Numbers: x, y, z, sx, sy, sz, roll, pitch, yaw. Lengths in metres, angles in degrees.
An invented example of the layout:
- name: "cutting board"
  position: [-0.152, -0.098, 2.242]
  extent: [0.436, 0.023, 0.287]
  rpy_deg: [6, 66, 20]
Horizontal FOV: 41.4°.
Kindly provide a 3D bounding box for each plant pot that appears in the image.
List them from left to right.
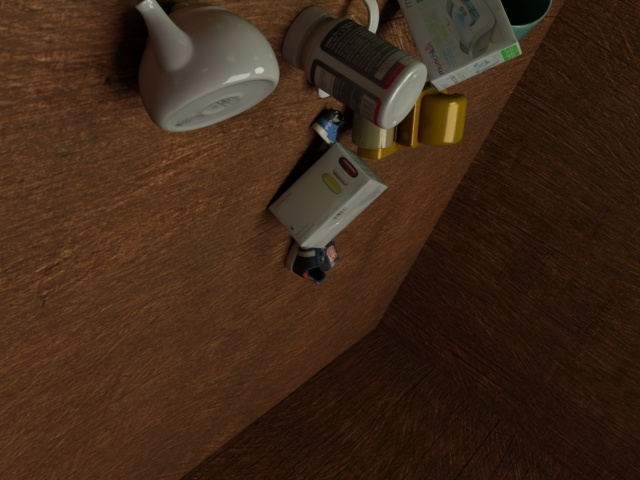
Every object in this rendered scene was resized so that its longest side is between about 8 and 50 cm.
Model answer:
- name: "plant pot"
  position: [0.449, -0.637, 2.325]
  extent: [0.293, 0.293, 0.235]
  rpy_deg: [-45, 174, -26]

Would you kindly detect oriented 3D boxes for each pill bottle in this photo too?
- name: "pill bottle"
  position: [0.069, -0.373, 1.802]
  extent: [0.161, 0.283, 0.161]
  rpy_deg: [-47, 162, -21]

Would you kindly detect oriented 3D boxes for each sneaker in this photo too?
- name: "sneaker"
  position: [0.000, 0.000, 2.585]
  extent: [0.131, 0.148, 0.350]
  rpy_deg: [-41, 159, -35]
- name: "sneaker"
  position: [0.035, -0.300, 2.244]
  extent: [0.084, 0.058, 0.152]
  rpy_deg: [-46, 157, 3]

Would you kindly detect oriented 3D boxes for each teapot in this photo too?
- name: "teapot"
  position: [-0.200, -0.308, 1.418]
  extent: [0.253, 0.187, 0.256]
  rpy_deg: [-20, 175, -29]

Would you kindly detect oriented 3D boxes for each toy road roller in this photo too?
- name: "toy road roller"
  position: [0.260, -0.347, 2.369]
  extent: [0.330, 0.241, 0.202]
  rpy_deg: [-30, 130, -47]

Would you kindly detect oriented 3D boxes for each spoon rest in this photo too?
- name: "spoon rest"
  position: [0.064, -0.451, 1.983]
  extent: [0.137, 0.084, 0.276]
  rpy_deg: [-31, 152, -51]

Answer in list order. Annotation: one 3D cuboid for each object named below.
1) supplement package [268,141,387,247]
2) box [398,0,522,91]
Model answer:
- name: "supplement package"
  position: [0.023, -0.118, 2.327]
  extent: [0.262, 0.145, 0.204]
  rpy_deg: [-44, 166, 11]
- name: "box"
  position: [0.340, -0.542, 2.101]
  extent: [0.231, 0.261, 0.127]
  rpy_deg: [-22, 172, 16]
